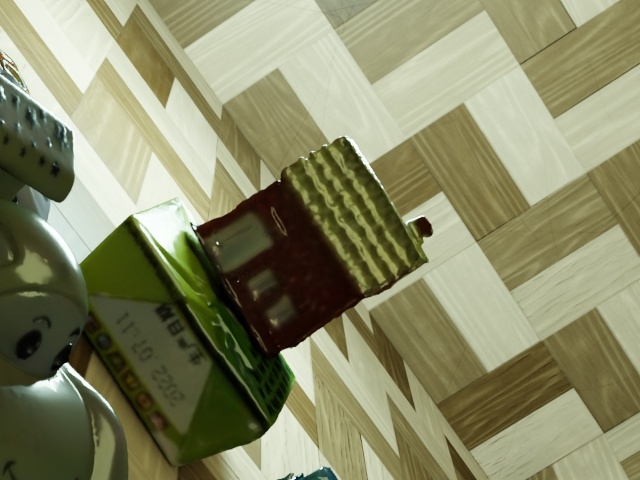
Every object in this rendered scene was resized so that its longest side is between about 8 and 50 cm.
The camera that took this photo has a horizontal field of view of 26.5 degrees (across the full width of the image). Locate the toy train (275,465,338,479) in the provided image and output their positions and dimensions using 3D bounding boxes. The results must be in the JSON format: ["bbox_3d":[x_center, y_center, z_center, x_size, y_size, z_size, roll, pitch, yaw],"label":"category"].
[{"bbox_3d":[-0.073,0.283,0.927,0.188,0.300,0.265,58,-3,11],"label":"toy train"}]

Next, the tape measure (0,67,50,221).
[{"bbox_3d":[-0.343,-0.083,1.385,0.196,0.105,0.178,-126,-157,-76],"label":"tape measure"}]

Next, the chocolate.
[{"bbox_3d":[-0.167,0.107,1.639,0.288,0.137,0.301,57,7,-2],"label":"chocolate"}]

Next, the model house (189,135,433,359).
[{"bbox_3d":[0.000,0.000,1.678,0.196,0.254,0.160,59,2,6],"label":"model house"}]

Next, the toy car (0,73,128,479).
[{"bbox_3d":[-0.251,0.063,0.980,0.336,0.226,0.242,60,8,28],"label":"toy car"}]

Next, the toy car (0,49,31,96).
[{"bbox_3d":[-0.415,-0.222,1.781,0.122,0.035,0.059,46,10,-46],"label":"toy car"}]
